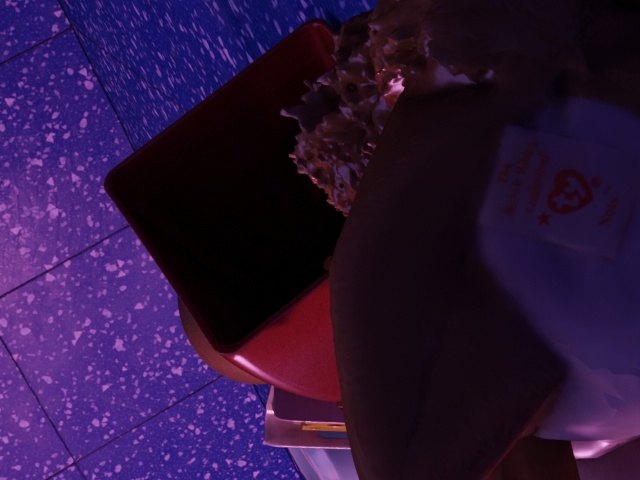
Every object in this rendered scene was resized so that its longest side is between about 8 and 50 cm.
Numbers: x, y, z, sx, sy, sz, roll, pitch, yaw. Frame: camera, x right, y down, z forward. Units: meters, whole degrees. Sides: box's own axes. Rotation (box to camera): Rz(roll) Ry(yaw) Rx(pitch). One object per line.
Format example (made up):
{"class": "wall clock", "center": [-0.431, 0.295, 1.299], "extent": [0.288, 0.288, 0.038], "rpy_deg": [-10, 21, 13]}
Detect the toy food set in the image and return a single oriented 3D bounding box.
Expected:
{"class": "toy food set", "center": [0.044, 0.232, 1.656], "extent": [0.306, 0.220, 0.092], "rpy_deg": [108, 164, -74]}

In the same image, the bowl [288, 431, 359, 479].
{"class": "bowl", "center": [0.044, 0.295, 1.984], "extent": [0.311, 0.163, 0.311], "rpy_deg": [55, 168, 18]}

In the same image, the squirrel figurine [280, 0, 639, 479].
{"class": "squirrel figurine", "center": [0.142, 0.010, 0.799], "extent": [0.370, 0.281, 0.397], "rpy_deg": [61, -172, -68]}

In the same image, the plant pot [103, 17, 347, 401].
{"class": "plant pot", "center": [0.000, 0.000, 1.279], "extent": [0.267, 0.267, 0.235], "rpy_deg": [50, 177, 40]}

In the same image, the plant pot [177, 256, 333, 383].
{"class": "plant pot", "center": [-0.013, 0.065, 1.599], "extent": [0.254, 0.237, 0.237], "rpy_deg": [-2, 119, 60]}
